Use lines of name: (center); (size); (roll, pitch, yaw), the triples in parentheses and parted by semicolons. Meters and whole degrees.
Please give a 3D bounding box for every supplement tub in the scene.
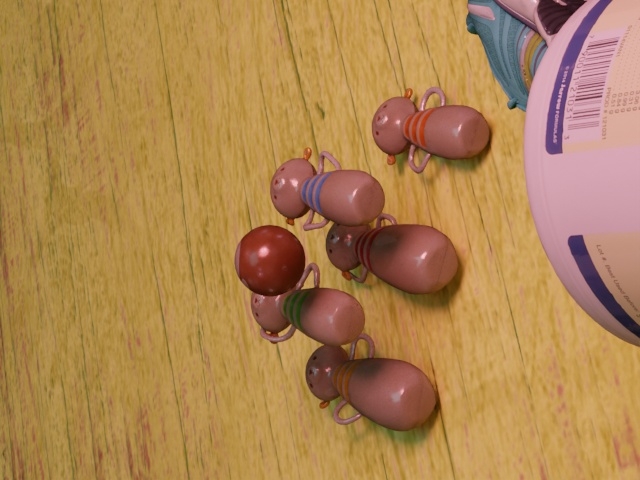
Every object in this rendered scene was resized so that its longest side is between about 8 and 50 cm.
supplement tub: (0.296, -0.053, 0.963); (0.325, 0.235, 0.235); (-4, 79, 54)

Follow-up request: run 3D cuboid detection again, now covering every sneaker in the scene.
sneaker: (0.182, -0.131, 1.287); (0.275, 0.107, 0.110); (-119, 30, -47)

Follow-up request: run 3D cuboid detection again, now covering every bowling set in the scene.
bowling set: (0.000, 0.000, 1.413); (0.154, 0.200, 0.287); (13, 89, 56)
